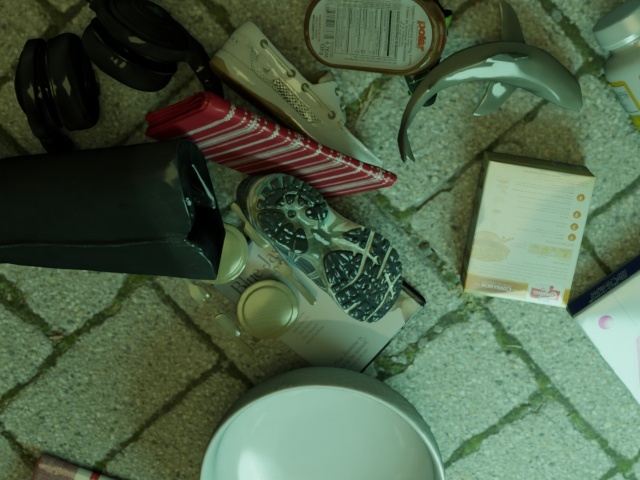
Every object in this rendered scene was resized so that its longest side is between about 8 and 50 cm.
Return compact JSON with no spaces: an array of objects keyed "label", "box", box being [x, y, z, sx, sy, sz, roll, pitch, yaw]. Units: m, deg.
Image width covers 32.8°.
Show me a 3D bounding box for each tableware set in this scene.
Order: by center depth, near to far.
[{"label":"tableware set","box":[-0.110,0.053,1.499,0.128,0.039,0.194,-40,106,1]}]

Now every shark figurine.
[{"label":"shark figurine","box":[0.202,-0.204,1.362,0.278,0.116,0.166,-19,101,-13]}]

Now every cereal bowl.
[{"label":"cereal bowl","box":[0.006,0.322,1.537,0.339,0.141,0.339,1,110,3]}]

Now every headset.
[{"label":"headset","box":[-0.287,-0.243,1.415,0.243,0.185,0.394,-27,118,13]}]

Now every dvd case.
[{"label":"dvd case","box":[-0.003,0.072,1.530,0.253,0.022,0.180,40,105,-8]}]

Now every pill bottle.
[{"label":"pill bottle","box":[0.434,-0.203,1.378,0.117,0.117,0.208,-33,102,11]}]

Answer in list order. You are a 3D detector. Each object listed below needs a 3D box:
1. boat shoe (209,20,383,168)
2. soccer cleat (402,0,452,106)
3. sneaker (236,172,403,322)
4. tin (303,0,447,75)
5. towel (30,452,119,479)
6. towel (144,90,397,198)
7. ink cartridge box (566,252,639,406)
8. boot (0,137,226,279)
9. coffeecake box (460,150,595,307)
[{"label":"boat shoe","box":[-0.010,-0.178,1.409,0.277,0.098,0.096,37,86,-24]},{"label":"soccer cleat","box":[0.135,-0.260,1.399,0.072,0.060,0.179,-1,107,33]},{"label":"sneaker","box":[0.000,0.000,1.452,0.110,0.122,0.283,-50,121,-9]},{"label":"tin","box":[0.066,-0.265,1.384,0.190,0.040,0.106,10,109,24]},{"label":"towel","box":[-0.303,0.477,1.658,0.329,0.037,0.237,20,104,-5]},{"label":"towel","box":[-0.066,-0.113,1.356,0.275,0.199,0.031,20,77,-28]},{"label":"ink cartridge box","box":[0.566,0.127,1.495,0.324,0.071,0.330,-38,100,12]},{"label":"boot","box":[-0.367,-0.079,1.329,0.445,0.367,0.146,3,63,16]},{"label":"coffeecake box","box":[0.275,-0.015,1.466,0.142,0.068,0.185,9,106,0]}]
